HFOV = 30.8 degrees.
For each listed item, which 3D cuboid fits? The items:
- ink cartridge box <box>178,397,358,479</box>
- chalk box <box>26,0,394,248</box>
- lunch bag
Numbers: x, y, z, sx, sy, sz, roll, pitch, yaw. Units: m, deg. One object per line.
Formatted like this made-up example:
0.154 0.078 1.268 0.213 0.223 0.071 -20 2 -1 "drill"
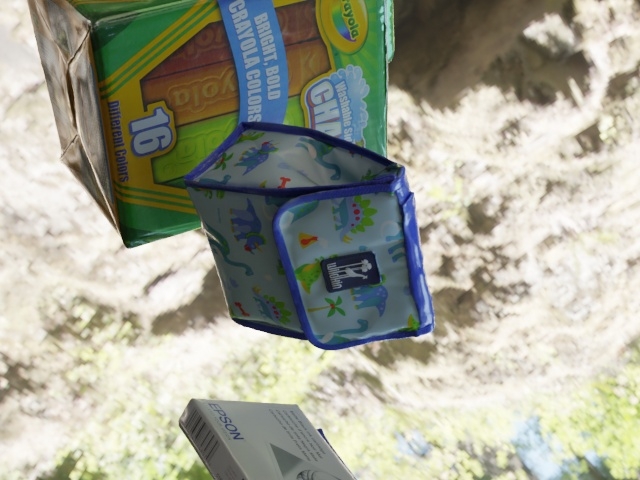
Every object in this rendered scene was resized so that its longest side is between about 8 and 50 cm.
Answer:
-0.017 0.264 1.295 0.223 0.224 0.045 47 -65 41 "ink cartridge box"
-0.057 -0.142 0.908 0.288 0.180 0.179 -18 -146 -21 "chalk box"
0.000 0.000 0.774 0.151 0.129 0.096 9 -138 30 "lunch bag"
